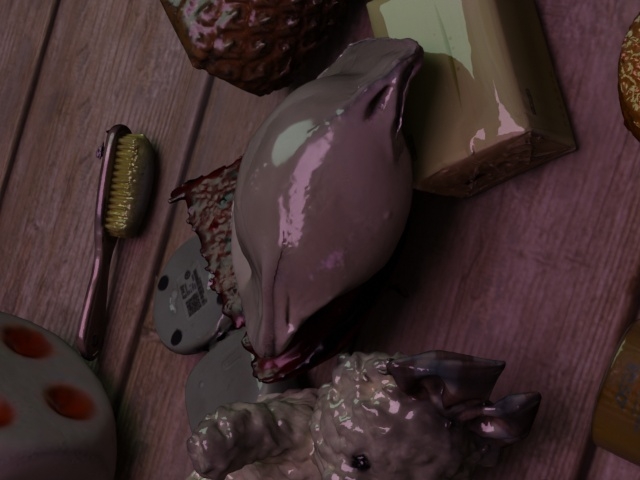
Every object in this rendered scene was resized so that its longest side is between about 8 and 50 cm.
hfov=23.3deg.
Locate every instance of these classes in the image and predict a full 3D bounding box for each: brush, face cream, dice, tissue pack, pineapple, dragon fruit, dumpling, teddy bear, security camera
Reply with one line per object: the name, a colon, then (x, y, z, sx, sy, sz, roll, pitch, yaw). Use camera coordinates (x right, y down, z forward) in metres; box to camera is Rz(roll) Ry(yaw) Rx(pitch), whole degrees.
brush: (-0.266, 0.005, 2.028, 0.067, 0.072, 0.313, 9, 88, 24)
face cream: (0.402, 0.186, 1.489, 0.285, 0.067, 0.139, 23, 98, 37)
dice: (-0.455, 0.281, 1.947, 0.277, 0.304, 0.304, 49, 116, 31)
tissue pack: (0.163, -0.181, 1.698, 0.159, 0.125, 0.234, -24, 69, 33)
pineapple: (-0.022, -0.349, 1.836, 0.362, 0.202, 0.202, -48, 57, 11)
dragon fruit: (0.000, 0.000, 1.791, 0.282, 0.100, 0.343, -33, 49, 10)
dumpling: (-0.012, -0.056, 1.677, 0.260, 0.181, 0.341, -148, 59, -63)
teddy bear: (0.013, 0.278, 1.608, 0.375, 0.327, 0.362, -58, 25, -14)
security camera: (-0.116, 0.125, 1.887, 0.157, 0.080, 0.301, -42, 50, 26)

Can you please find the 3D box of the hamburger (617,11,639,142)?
hamburger: (0.444, -0.175, 1.460, 0.314, 0.170, 0.290, -42, 63, 22)
